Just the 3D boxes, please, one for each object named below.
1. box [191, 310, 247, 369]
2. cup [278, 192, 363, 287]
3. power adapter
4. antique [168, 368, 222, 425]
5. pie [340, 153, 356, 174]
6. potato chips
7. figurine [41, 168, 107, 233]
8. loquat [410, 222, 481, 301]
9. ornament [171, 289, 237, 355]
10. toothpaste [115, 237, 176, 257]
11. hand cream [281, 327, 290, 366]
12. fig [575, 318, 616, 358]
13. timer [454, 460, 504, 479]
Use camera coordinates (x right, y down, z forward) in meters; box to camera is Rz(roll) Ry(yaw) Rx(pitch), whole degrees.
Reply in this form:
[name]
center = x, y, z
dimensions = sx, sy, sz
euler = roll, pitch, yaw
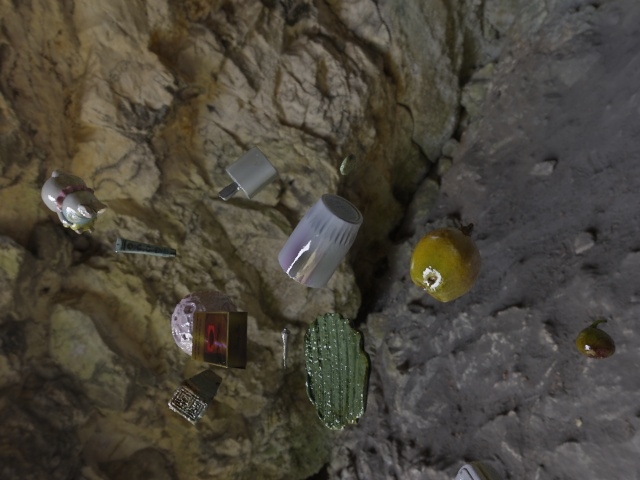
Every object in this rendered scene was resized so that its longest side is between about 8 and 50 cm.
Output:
[box]
center = -0.298, 0.285, 1.353
dimensions = 0.240, 0.071, 0.159
euler = -9, 75, 51
[cup]
center = 0.000, 0.000, 1.980
dimensions = 0.371, 0.253, 0.253
euler = -58, 2, 28
[power adapter]
center = -0.263, -0.211, 1.604
dimensions = 0.205, 0.125, 0.130
euler = -40, 0, -7
[antique]
center = -0.506, 0.638, 1.946
dimensions = 0.125, 0.150, 0.284
euler = -54, -3, 3
[pie]
center = 0.099, -0.268, 1.636
dimensions = 0.085, 0.017, 0.085
euler = -45, -25, -27
[potato chips]
center = 0.056, 0.474, 1.708
dimensions = 0.358, 0.070, 0.429
euler = -22, 64, 48
[figurine]
center = -0.701, -0.092, 1.344
dimensions = 0.127, 0.235, 0.155
euler = -16, -48, -50
[loquat]
center = 0.380, 0.051, 1.373
dimensions = 0.246, 0.213, 0.213
euler = -55, 3, -6
[ornament]
center = -0.431, 0.313, 1.722
dimensions = 0.225, 0.259, 0.259
euler = -14, -27, -40
[toothpaste]
center = -0.717, 0.036, 1.909
dimensions = 0.039, 0.239, 0.062
euler = -2, 80, 54
[hand cream]
center = -0.137, 0.422, 1.826
dimensions = 0.057, 0.037, 0.165
euler = -85, -2, -74
[fig]
center = 0.701, 0.253, 1.187
dimensions = 0.084, 0.082, 0.098
euler = -27, 44, 42
[timer]
center = 0.371, 0.684, 1.109
dimensions = 0.237, 0.087, 0.262
euler = -155, 83, -86
